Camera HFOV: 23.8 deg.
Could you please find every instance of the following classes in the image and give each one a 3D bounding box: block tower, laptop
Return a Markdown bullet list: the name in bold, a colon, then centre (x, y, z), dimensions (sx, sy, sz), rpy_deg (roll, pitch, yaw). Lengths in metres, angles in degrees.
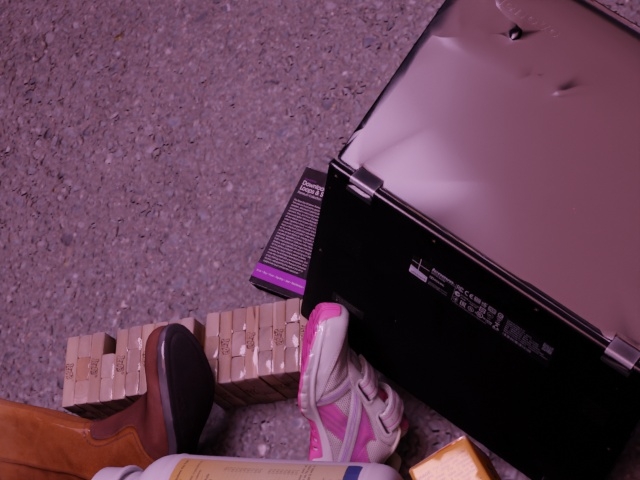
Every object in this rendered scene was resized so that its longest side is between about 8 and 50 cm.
- **block tower**: centre (-0.132, 0.143, 1.773), dimensions (0.335, 0.091, 0.097), rpy_deg (-9, 65, 20)
- **laptop**: centre (0.218, -0.004, 1.534), dimensions (0.382, 0.408, 0.236), rpy_deg (35, 54, 18)

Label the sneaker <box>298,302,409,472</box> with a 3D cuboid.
- **sneaker**: centre (0.037, 0.172, 1.625), dimensions (0.111, 0.252, 0.103), rpy_deg (-3, 34, 5)

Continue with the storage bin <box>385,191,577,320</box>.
- **storage bin**: centre (0.190, -0.059, 1.697), dimensions (0.262, 0.123, 0.260), rpy_deg (14, 74, 29)

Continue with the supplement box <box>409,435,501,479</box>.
- **supplement box**: centre (0.182, 0.318, 1.557), dimensions (0.080, 0.078, 0.233), rpy_deg (-36, 58, 6)

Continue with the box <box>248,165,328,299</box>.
- **box**: centre (0.000, 0.000, 1.814), dimensions (0.116, 0.029, 0.162), rpy_deg (20, 78, 30)

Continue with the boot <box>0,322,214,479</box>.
- **boot**: centre (-0.255, 0.203, 1.738), dimensions (0.280, 0.264, 0.096), rpy_deg (7, 32, 25)

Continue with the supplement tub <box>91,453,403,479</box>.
- **supplement tub**: centre (-0.076, 0.334, 1.550), dimensions (0.316, 0.228, 0.228), rpy_deg (1, 67, 13)
